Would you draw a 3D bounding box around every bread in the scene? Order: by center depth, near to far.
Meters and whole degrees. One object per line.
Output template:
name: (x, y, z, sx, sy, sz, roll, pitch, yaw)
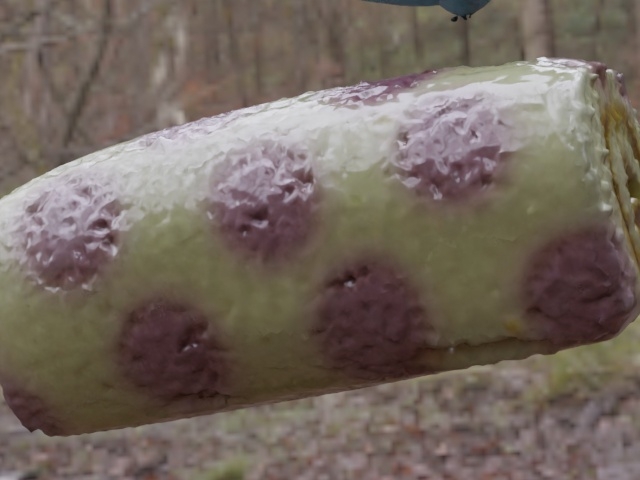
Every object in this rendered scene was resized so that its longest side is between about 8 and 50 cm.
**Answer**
bread: (0.000, 0.000, 0.851, 0.338, 0.155, 0.187, -13, 6, 17)

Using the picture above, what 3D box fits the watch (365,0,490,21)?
watch: (0.058, -0.215, 0.925, 0.211, 0.211, 0.193, -3, -1, 12)
